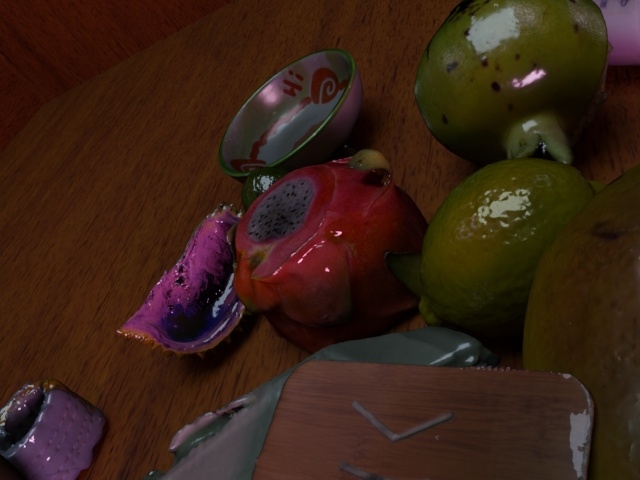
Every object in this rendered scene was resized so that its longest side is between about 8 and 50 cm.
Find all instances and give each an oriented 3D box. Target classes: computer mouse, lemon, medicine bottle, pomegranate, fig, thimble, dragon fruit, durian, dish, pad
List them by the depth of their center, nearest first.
[{"bbox_3d":[0.035,0.220,0.452,0.286,0.018,0.284,-8,53,45],"label":"pad"},{"bbox_3d":[-0.001,0.248,0.609,0.429,0.145,0.228,-33,43,11],"label":"computer mouse"},{"bbox_3d":[0.202,0.010,0.689,0.248,0.184,0.184,-36,32,18],"label":"lemon"},{"bbox_3d":[0.257,-0.196,0.851,0.260,0.260,0.341,-20,44,24],"label":"pomegranate"},{"bbox_3d":[0.000,0.000,0.880,0.290,0.189,0.291,-24,35,18],"label":"dragon fruit"},{"bbox_3d":[0.407,-0.335,0.952,0.152,0.152,0.254,-48,36,-17],"label":"medicine bottle"},{"bbox_3d":[-0.414,0.295,0.965,0.127,0.118,0.151,-8,44,37],"label":"thimble"},{"bbox_3d":[-0.178,0.071,1.022,0.261,0.153,0.186,-54,13,-10],"label":"durian"},{"bbox_3d":[-0.073,-0.042,1.077,0.123,0.123,0.156,-8,71,36],"label":"fig"},{"bbox_3d":[-0.037,-0.211,1.245,0.324,0.124,0.324,-27,39,24],"label":"dish"}]

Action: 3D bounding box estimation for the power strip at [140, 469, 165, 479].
[{"bbox_3d":[-0.214,0.393,0.734,0.092,0.034,0.268,-22,36,21],"label":"power strip"}]

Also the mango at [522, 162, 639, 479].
[{"bbox_3d":[0.297,0.129,0.435,0.301,0.220,0.445,-15,51,21],"label":"mango"}]

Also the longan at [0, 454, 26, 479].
[{"bbox_3d":[-0.473,0.386,0.745,0.318,0.319,0.319,-24,35,18],"label":"longan"}]
